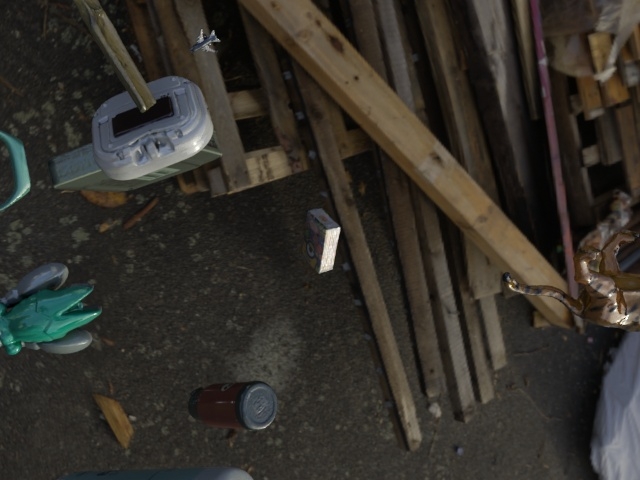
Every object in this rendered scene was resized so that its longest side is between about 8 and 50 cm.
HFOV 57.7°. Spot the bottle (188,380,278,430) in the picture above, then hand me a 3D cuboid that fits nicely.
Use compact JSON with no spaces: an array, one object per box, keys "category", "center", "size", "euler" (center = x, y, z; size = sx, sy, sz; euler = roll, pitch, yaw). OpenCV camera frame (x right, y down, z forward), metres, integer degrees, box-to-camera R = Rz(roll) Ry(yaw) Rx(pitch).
[{"category":"bottle","center":[-0.287,0.507,1.800],"size":[0.144,0.336,0.143],"euler":[12,72,-41]}]

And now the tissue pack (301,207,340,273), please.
[{"category":"tissue pack","center":[0.000,0.000,1.615],"size":[0.060,0.108,0.148],"euler":[-11,127,-30]}]

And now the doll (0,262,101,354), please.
[{"category":"doll","center":[-0.603,0.145,1.229],"size":[0.259,0.153,0.194],"euler":[9,99,-21]}]

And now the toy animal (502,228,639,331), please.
[{"category":"toy animal","center":[0.298,0.055,0.585],"size":[0.256,0.114,0.116],"euler":[8,105,-2]}]

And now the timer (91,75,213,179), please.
[{"category":"timer","center":[-0.371,-0.253,1.268],"size":[0.262,0.237,0.087],"euler":[-22,139,-1]}]

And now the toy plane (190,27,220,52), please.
[{"category":"toy plane","center":[-0.314,-0.531,1.561],"size":[0.083,0.031,0.078],"euler":[-24,138,7]}]

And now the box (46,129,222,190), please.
[{"category":"box","center":[-0.522,-0.236,1.688],"size":[0.397,0.396,0.111],"euler":[-18,90,11]}]

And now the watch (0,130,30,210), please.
[{"category":"watch","center":[-0.859,-0.180,1.498],"size":[0.195,0.068,0.236],"euler":[-14,105,-34]}]

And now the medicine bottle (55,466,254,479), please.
[{"category":"medicine bottle","center":[-0.235,0.296,0.601],"size":[0.110,0.352,0.110],"euler":[-10,90,-68]}]

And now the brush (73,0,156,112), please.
[{"category":"brush","center":[-0.245,-0.241,0.583],"size":[0.247,0.036,0.043],"euler":[62,24,-21]}]
